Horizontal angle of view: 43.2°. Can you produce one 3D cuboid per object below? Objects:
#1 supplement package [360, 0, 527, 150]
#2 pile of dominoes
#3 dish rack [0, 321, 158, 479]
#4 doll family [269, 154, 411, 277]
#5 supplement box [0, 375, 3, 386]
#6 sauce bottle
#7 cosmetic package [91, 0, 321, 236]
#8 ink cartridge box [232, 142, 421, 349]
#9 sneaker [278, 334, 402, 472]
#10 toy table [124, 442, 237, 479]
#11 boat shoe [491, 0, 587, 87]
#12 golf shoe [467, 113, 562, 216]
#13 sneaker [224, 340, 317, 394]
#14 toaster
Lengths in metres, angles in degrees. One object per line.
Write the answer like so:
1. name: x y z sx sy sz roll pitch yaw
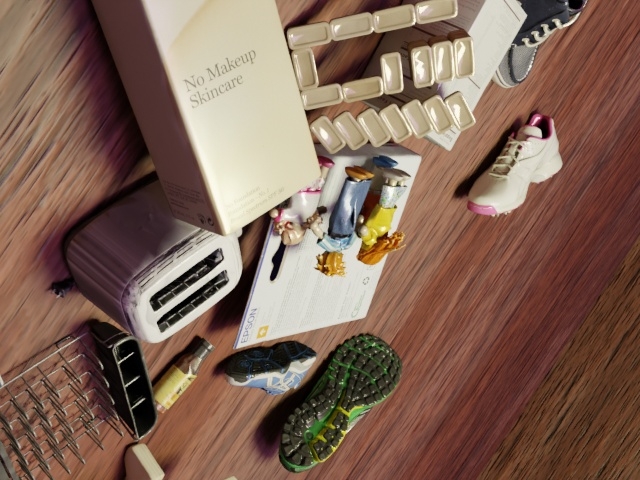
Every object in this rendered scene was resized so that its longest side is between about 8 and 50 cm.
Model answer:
1. supplement package: 0.184 -0.287 1.250 0.139 0.133 0.244 21 101 -57
2. pile of dominoes: 0.090 -0.231 1.137 0.251 0.040 0.196 -11 120 0
3. dish rack: -0.353 0.241 1.061 0.271 0.074 0.208 -34 140 -31
4. doll family: 0.050 -0.029 1.194 0.262 0.118 0.163 -5 121 -49
5. supplement box: -0.488 0.106 0.656 0.356 0.194 0.195 -33 140 -32
6. sauce bottle: -0.213 0.206 1.241 0.128 0.042 0.042 -49 147 -9
7. cosmetic package: -0.122 -0.180 0.888 0.160 0.113 0.310 -36 126 -30
8. ink cartridge box: 0.000 0.000 1.321 0.330 0.071 0.324 -6 122 -47
9. sneaker: 0.030 0.319 1.611 0.343 0.134 0.146 -40 169 -31
10. toy table: -0.252 0.461 1.250 0.274 0.252 0.161 -26 154 -56
11. boat shoe: 0.372 -0.380 1.393 0.127 0.158 0.341 -44 145 -18
12. golf shoe: 0.399 -0.161 1.684 0.306 0.115 0.140 -38 133 -37
13. sneaker: -0.085 0.233 1.397 0.211 0.080 0.081 1 114 -51
14. toaster: -0.205 0.026 1.000 0.227 0.146 0.129 -36 142 -28
